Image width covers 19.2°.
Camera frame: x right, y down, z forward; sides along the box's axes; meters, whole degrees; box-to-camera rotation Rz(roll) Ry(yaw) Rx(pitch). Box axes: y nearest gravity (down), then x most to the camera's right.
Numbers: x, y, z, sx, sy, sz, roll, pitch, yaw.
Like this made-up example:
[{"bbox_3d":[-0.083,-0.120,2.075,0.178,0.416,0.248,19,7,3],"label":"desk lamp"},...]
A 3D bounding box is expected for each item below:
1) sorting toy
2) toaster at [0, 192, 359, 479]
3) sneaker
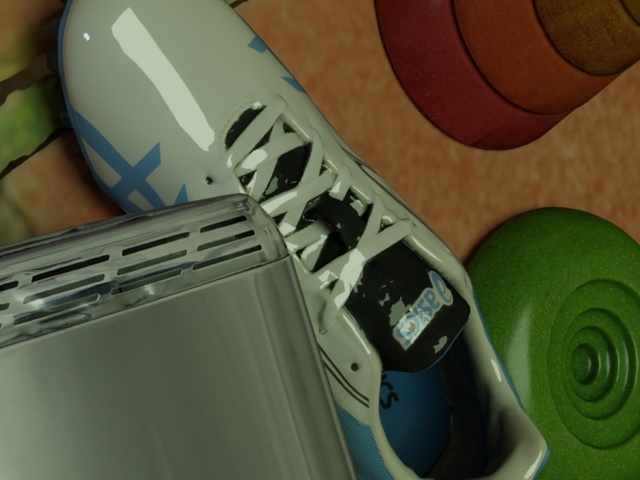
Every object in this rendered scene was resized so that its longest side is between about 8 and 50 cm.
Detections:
[{"bbox_3d":[0.128,0.023,0.717,0.127,0.126,0.365,-14,96,-40],"label":"sorting toy"},{"bbox_3d":[-0.075,0.074,0.540,0.227,0.129,0.146,-17,96,-38],"label":"toaster"},{"bbox_3d":[0.000,0.000,0.637,0.085,0.086,0.237,-51,117,-29],"label":"sneaker"}]
